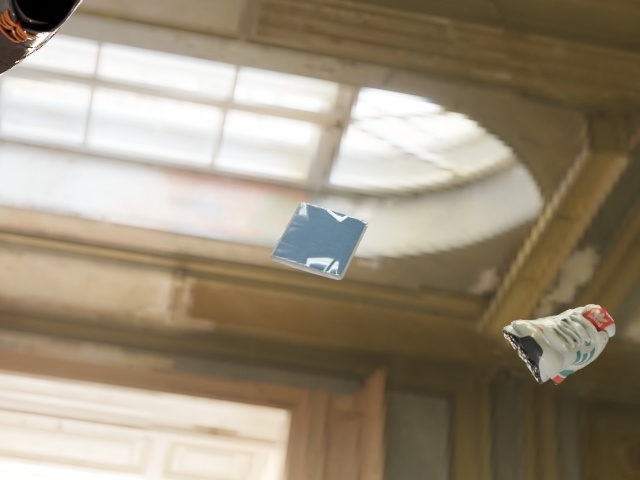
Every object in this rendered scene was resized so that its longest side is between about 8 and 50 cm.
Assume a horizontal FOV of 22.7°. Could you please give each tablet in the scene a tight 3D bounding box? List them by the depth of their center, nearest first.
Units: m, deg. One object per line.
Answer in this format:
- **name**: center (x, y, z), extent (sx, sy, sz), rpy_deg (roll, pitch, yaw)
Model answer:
- **tablet**: center (0.000, 0.000, 1.147), extent (0.083, 0.054, 0.006), rpy_deg (-63, 167, -56)

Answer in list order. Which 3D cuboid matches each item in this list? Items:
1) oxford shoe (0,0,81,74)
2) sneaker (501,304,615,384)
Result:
- **oxford shoe**: center (-0.274, -0.219, 1.453), extent (0.271, 0.097, 0.098), rpy_deg (-41, -158, 42)
- **sneaker**: center (0.201, 0.077, 1.318), extent (0.057, 0.075, 0.161), rpy_deg (54, 9, 17)
